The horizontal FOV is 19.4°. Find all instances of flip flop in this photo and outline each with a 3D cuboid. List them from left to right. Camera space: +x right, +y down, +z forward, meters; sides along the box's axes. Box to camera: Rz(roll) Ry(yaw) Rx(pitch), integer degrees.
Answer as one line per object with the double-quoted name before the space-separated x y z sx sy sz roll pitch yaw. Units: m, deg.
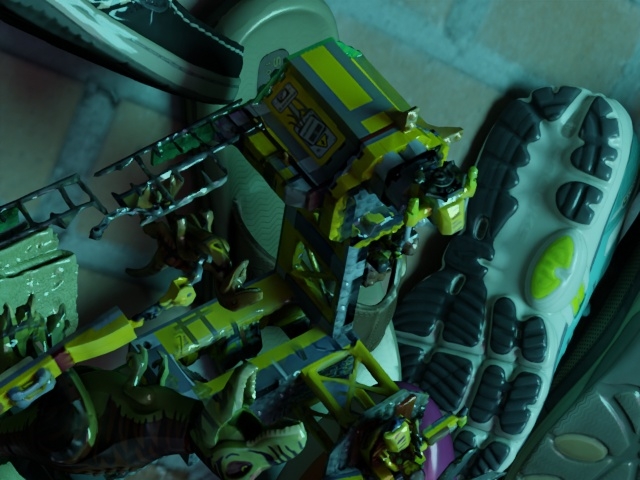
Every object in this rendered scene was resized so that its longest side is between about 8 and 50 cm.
"flip flop" 0.000 0.000 0.959 0.112 0.080 0.277 -31 130 -32

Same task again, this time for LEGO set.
"LEGO set" -0.046 0.089 0.766 0.331 0.192 0.255 -22 148 -32

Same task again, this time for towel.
"towel" -0.160 0.071 0.872 0.110 0.027 0.148 -20 122 -39

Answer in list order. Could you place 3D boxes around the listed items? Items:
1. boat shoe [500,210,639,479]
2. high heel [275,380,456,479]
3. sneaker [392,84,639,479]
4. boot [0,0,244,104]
"boat shoe" 0.214 0.072 1.154 0.132 0.130 0.355 25 121 -10
"high heel" 0.060 0.209 1.076 0.181 0.127 0.377 -14 138 -31
"sneaker" 0.118 0.046 1.094 0.275 0.107 0.110 -61 150 -2
"boot" -0.085 -0.170 0.788 0.236 0.085 0.179 28 86 -48
